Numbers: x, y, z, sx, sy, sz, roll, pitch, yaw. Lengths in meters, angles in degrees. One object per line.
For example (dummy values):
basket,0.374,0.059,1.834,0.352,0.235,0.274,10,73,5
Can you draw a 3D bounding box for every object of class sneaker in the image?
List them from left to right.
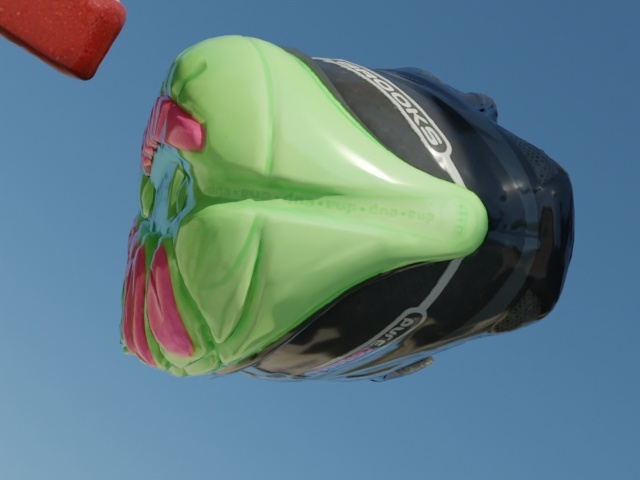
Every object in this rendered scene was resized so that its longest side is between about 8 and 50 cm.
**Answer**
sneaker,0.000,0.000,0.698,0.202,0.185,0.483,9,4,-9

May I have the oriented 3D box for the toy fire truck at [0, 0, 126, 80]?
toy fire truck,-0.235,-0.190,0.578,0.302,0.169,0.254,33,5,-29
